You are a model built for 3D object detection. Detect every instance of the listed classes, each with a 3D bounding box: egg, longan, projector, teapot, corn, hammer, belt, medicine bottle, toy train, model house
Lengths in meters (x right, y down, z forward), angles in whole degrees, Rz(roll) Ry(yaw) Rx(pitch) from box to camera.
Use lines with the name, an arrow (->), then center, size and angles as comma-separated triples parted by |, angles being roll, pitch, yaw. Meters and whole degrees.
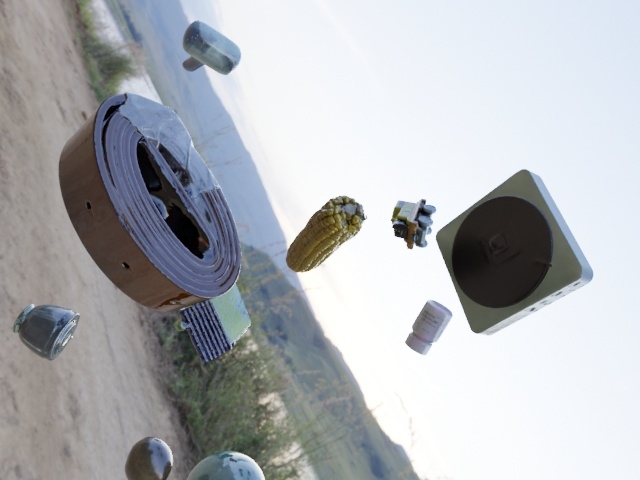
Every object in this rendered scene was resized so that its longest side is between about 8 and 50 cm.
egg -> -0.210, 0.552, 1.117 | 0.236, 0.169, 0.169 | -41, -108, 45
longan -> -0.360, 0.463, 1.065 | 0.113, 0.092, 0.113 | 8, -78, 41
projector -> 0.382, 0.028, 1.043 | 0.257, 0.079, 0.259 | -42, -133, 38
teapot -> -0.490, 0.161, 0.902 | 0.091, 0.092, 0.124 | 28, -46, -7
corn -> -0.004, 0.001, 1.157 | 0.102, 0.102, 0.313 | 62, -35, 14
hammer -> -0.245, -0.381, 1.052 | 0.116, 0.069, 0.194 | 25, -9, -32
belt -> -0.258, -0.054, 0.799 | 0.339, 0.122, 0.217 | 62, 35, -10
medicine bottle -> 0.187, 0.151, 0.883 | 0.052, 0.089, 0.052 | 28, 9, -5
toy train -> 0.264, -0.053, 1.481 | 0.219, 0.127, 0.089 | -56, 155, -56
model house -> -0.341, 0.244, 1.506 | 0.211, 0.170, 0.194 | -47, 126, -55
